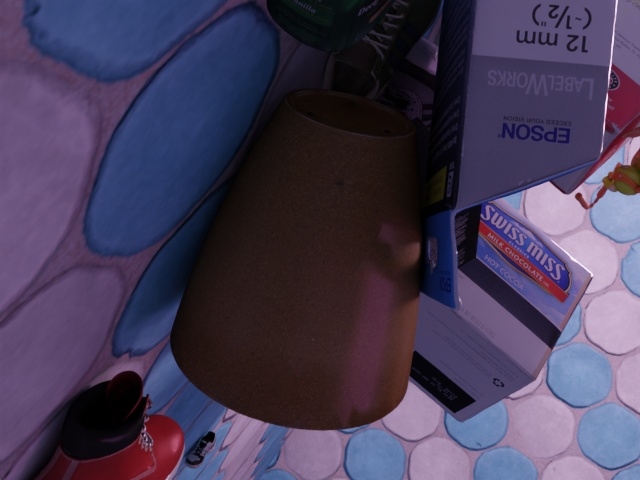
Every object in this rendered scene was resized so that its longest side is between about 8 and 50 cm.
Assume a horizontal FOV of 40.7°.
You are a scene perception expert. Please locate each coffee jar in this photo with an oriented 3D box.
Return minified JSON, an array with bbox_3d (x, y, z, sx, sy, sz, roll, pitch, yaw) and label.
[{"bbox_3d":[0.018,-0.207,0.529,0.096,0.079,0.184,-51,169,-22],"label":"coffee jar"}]

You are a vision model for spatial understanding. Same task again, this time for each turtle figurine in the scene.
[{"bbox_3d":[0.451,-0.127,1.115,0.217,0.087,0.269,-42,165,-13],"label":"turtle figurine"}]

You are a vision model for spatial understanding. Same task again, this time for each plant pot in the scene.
[{"bbox_3d":[0.000,0.000,0.796,0.237,0.237,0.254,-37,146,-60],"label":"plant pot"}]

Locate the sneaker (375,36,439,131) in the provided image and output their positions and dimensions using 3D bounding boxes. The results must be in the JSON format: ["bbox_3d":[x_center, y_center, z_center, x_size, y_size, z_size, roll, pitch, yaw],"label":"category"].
[{"bbox_3d":[0.083,-0.141,0.984,0.153,0.101,0.268,-54,170,1],"label":"sneaker"}]

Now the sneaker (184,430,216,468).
[{"bbox_3d":[-0.207,0.359,1.490,0.083,0.032,0.037,-47,154,-61],"label":"sneaker"}]

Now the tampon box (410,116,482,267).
[{"bbox_3d":[0.100,-0.030,0.955,0.101,0.120,0.161,-32,155,-8],"label":"tampon box"}]

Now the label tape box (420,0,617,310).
[{"bbox_3d":[0.158,-0.118,0.732,0.249,0.115,0.348,23,71,-88],"label":"label tape box"}]

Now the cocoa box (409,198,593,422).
[{"bbox_3d":[0.183,0.058,1.314,0.228,0.347,0.231,-49,179,-33],"label":"cocoa box"}]

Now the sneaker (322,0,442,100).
[{"bbox_3d":[0.053,-0.185,0.800,0.086,0.064,0.192,-52,174,-45],"label":"sneaker"}]

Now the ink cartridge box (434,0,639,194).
[{"bbox_3d":[0.386,-0.289,1.222,0.384,0.279,0.160,-38,162,-26],"label":"ink cartridge box"}]

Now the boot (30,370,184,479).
[{"bbox_3d":[-0.188,0.193,0.875,0.176,0.088,0.244,-60,165,18],"label":"boot"}]
